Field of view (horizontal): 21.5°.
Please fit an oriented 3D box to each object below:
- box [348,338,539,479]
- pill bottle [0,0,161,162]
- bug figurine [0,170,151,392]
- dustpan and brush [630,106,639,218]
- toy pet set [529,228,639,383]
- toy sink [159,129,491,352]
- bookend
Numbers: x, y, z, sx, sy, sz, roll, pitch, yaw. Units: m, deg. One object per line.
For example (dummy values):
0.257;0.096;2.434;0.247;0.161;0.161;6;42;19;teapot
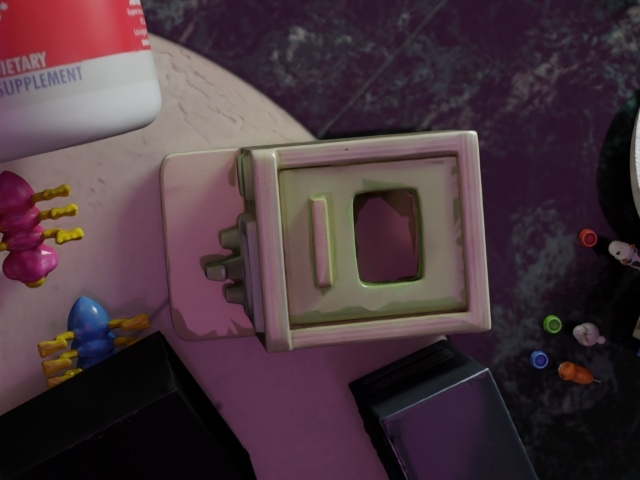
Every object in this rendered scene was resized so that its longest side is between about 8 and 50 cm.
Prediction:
0.102;0.172;1.292;0.093;0.158;0.156;-25;98;-5;box
-0.264;-0.255;1.177;0.229;0.229;0.407;-14;96;-6;pill bottle
-0.272;0.061;1.278;0.279;0.072;0.216;-11;102;-11;bug figurine
0.294;-0.009;1.327;0.147;0.060;0.211;25;78;-8;dustpan and brush
0.246;0.066;1.348;0.114;0.065;0.122;20;92;-8;toy pet set
0.000;0.000;1.278;0.234;0.131;0.152;-4;94;-6;toy sink
-0.147;0.174;1.280;0.156;0.072;0.157;-29;128;4;bookend
